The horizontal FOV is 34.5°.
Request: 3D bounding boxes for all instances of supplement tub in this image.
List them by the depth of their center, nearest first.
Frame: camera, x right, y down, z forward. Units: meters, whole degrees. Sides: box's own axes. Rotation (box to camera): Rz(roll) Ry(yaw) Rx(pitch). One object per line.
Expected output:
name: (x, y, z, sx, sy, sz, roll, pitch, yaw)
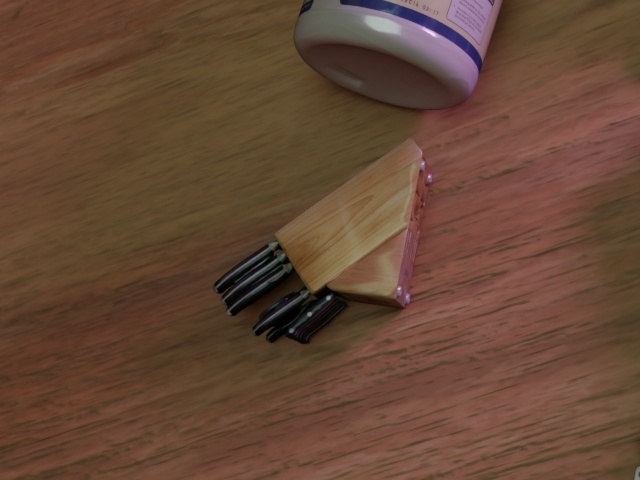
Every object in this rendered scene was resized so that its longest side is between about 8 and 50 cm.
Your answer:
supplement tub: (0.121, -0.352, 1.284, 0.235, 0.235, 0.325, 16, 82, 17)

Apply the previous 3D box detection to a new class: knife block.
knife block: (0.000, 0.000, 1.308, 0.242, 0.088, 0.275, 9, 80, 15)

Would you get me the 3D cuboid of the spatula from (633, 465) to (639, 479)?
spatula: (0.405, 0.390, 1.160, 0.168, 0.019, 0.242, 11, 79, 21)
